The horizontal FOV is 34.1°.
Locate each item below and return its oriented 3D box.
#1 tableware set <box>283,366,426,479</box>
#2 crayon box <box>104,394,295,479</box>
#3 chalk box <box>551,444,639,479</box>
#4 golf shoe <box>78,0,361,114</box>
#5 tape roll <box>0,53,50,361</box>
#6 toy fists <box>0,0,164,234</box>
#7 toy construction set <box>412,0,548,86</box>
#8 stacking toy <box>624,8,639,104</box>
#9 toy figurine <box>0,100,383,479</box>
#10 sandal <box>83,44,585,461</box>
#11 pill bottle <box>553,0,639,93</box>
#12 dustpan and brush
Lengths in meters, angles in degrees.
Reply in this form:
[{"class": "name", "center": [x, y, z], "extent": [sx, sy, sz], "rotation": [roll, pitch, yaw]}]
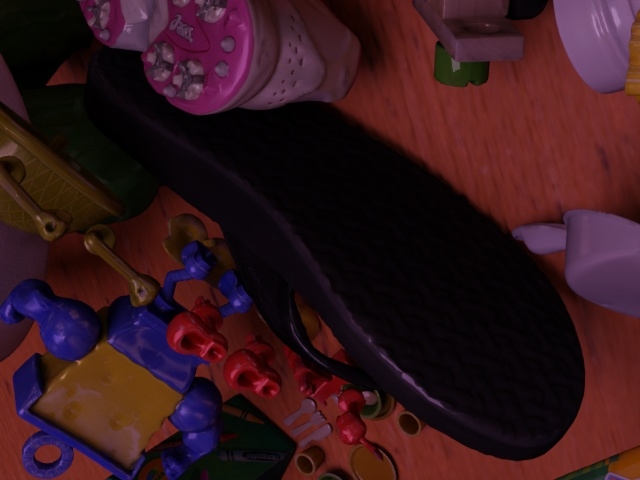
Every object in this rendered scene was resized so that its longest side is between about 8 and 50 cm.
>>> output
[{"class": "tableware set", "center": [0.030, 0.166, 0.865], "extent": [0.154, 0.024, 0.104], "rotation": [-40, 83, 40]}, {"class": "crayon box", "center": [-0.143, 0.286, 0.952], "extent": [0.081, 0.165, 0.278], "rotation": [39, 127, 19]}, {"class": "chalk box", "center": [0.258, 0.179, 0.566], "extent": [0.289, 0.180, 0.179], "rotation": [-35, 66, 40]}, {"class": "golf shoe", "center": [-0.087, -0.176, 0.764], "extent": [0.306, 0.140, 0.115], "rotation": [50, 126, 41]}, {"class": "tape roll", "center": [-0.382, -0.055, 0.869], "extent": [0.392, 0.072, 0.391], "rotation": [14, 115, 32]}, {"class": "toy fists", "center": [-0.238, -0.129, 0.873], "extent": [0.096, 0.142, 0.279], "rotation": [-39, 82, 40]}, {"class": "toy construction set", "center": [0.011, -0.211, 0.624], "extent": [0.309, 0.258, 0.237], "rotation": [36, 142, 47]}, {"class": "stacking toy", "center": [0.263, -0.040, 0.520], "extent": [0.167, 0.052, 0.221], "rotation": [8, 158, 36]}, {"class": "toy figurine", "center": [-0.156, 0.092, 0.737], "extent": [0.217, 0.191, 0.362], "rotation": [-45, 120, 11]}, {"class": "sandal", "center": [0.001, -0.002, 0.742], "extent": [0.446, 0.168, 0.107], "rotation": [42, 136, 28]}, {"class": "pill bottle", "center": [0.219, -0.140, 0.540], "extent": [0.180, 0.108, 0.107], "rotation": [-15, 99, 40]}, {"class": "dustpan and brush", "center": [0.180, 0.010, 0.624], "extent": [0.211, 0.147, 0.060], "rotation": [-10, 62, 60]}]
